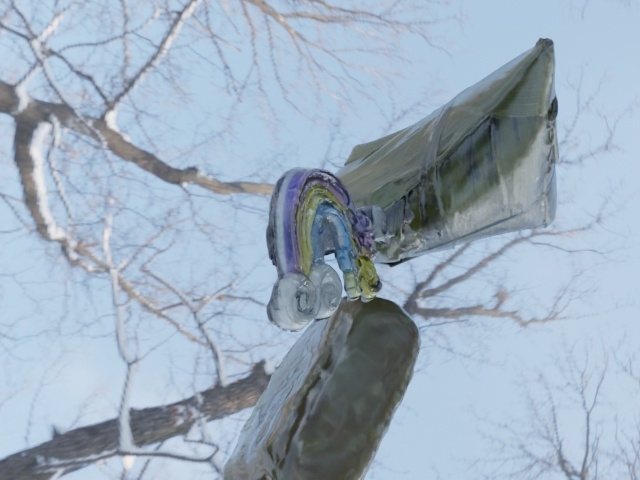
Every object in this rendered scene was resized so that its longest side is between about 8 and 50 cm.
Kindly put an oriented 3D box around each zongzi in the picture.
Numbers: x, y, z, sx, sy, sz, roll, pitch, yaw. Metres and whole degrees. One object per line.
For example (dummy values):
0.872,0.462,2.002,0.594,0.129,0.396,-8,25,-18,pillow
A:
0.104,-0.079,0.920,0.251,0.274,0.125,-17,-114,4,zongzi

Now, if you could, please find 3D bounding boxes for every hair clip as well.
0.000,0.000,0.737,0.049,0.172,0.116,-21,-92,29,hair clip

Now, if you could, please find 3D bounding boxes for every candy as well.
0.005,0.154,0.882,0.102,0.234,0.104,39,-41,-13,candy
